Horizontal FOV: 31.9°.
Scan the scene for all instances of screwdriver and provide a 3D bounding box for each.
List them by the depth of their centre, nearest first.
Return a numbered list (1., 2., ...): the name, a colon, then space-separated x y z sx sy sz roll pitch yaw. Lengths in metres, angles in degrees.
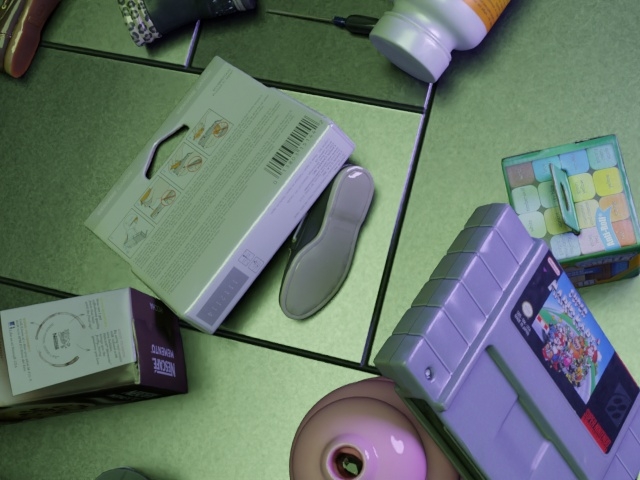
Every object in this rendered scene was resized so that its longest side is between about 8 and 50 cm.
1. screwdriver: 0.006 -0.293 1.472 0.170 0.024 0.025 16 52 23

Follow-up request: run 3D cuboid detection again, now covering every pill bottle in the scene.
1. pill bottle: 0.169 -0.322 1.375 0.136 0.136 0.245 34 87 18

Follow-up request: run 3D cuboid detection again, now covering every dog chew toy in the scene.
1. dog chew toy: 0.060 0.238 1.173 0.207 0.332 0.206 -3 78 12

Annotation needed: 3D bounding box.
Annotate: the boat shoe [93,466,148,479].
1. boat shoe: -0.240 0.432 1.333 0.118 0.103 0.320 -1 83 -7

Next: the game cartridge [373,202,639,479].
1. game cartridge: 0.217 0.160 1.143 0.068 0.355 0.230 -1 43 52

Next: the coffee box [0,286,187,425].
1. coffee box: -0.333 0.150 1.372 0.297 0.168 0.118 -11 76 11

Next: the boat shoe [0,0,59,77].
1. boat shoe: -0.410 -0.330 1.545 0.073 0.073 0.207 25 84 15

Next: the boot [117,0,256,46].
1. boot: -0.199 -0.387 1.504 0.179 0.085 0.236 -21 74 10

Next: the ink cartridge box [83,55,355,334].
1. ink cartridge box: -0.135 -0.067 1.428 0.296 0.066 0.261 -52 47 -2

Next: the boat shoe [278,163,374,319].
1. boat shoe: 0.000 0.000 1.395 0.065 0.075 0.206 24 89 60

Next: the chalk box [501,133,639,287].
1. chalk box: 0.280 -0.030 1.244 0.132 0.213 0.132 -12 76 10
